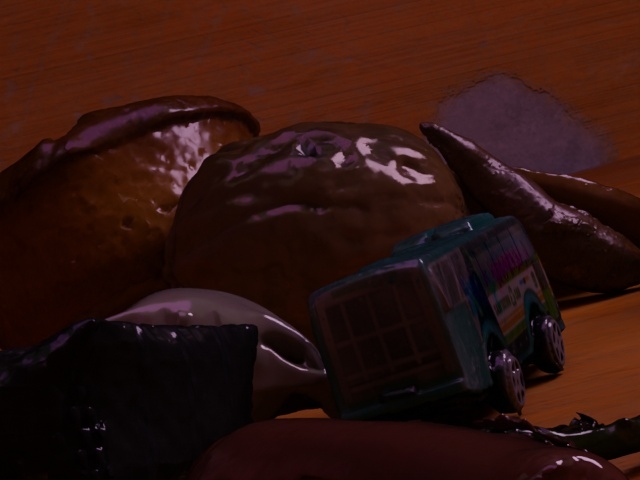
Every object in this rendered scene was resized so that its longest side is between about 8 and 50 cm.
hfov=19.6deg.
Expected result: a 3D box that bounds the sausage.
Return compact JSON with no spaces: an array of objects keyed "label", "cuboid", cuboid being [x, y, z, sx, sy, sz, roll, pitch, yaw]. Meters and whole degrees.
[{"label":"sausage","cuboid":[0.018,0.099,0.677,0.078,0.078,0.304,-15,4,-30]}]

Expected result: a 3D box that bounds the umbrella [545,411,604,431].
[{"label":"umbrella","cuboid":[0.116,0.093,0.860,0.031,0.020,0.083,-8,0,21]}]

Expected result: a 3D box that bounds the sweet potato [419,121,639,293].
[{"label":"sweet potato","cuboid":[0.162,-0.014,1.429,0.068,0.226,0.068,-57,0,0]}]

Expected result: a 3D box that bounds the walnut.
[{"label":"walnut","cuboid":[0.000,0.000,1.416,0.245,0.198,0.198,-6,2,-8]}]

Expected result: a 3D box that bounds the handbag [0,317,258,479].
[{"label":"handbag","cuboid":[-0.137,0.090,0.916,0.175,0.089,0.270,-7,-6,23]}]

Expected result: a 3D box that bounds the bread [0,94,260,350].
[{"label":"bread","cuboid":[-0.172,-0.001,1.598,0.312,0.172,0.312,-27,-17,-9]}]

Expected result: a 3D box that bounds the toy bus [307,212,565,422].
[{"label":"toy bus","cuboid":[0.074,0.048,1.065,0.091,0.109,0.261,-18,1,18]}]

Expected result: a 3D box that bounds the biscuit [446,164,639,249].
[{"label":"biscuit","cuboid":[0.163,-0.020,1.547,0.260,0.041,0.203,12,-11,-11]}]

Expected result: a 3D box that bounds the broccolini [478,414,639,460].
[{"label":"broccolini","cuboid":[0.129,0.077,0.804,0.254,0.057,0.071,-18,48,-23]}]

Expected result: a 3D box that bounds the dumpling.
[{"label":"dumpling","cuboid":[-0.078,0.083,1.129,0.169,0.100,0.134,-12,-11,-8]}]
